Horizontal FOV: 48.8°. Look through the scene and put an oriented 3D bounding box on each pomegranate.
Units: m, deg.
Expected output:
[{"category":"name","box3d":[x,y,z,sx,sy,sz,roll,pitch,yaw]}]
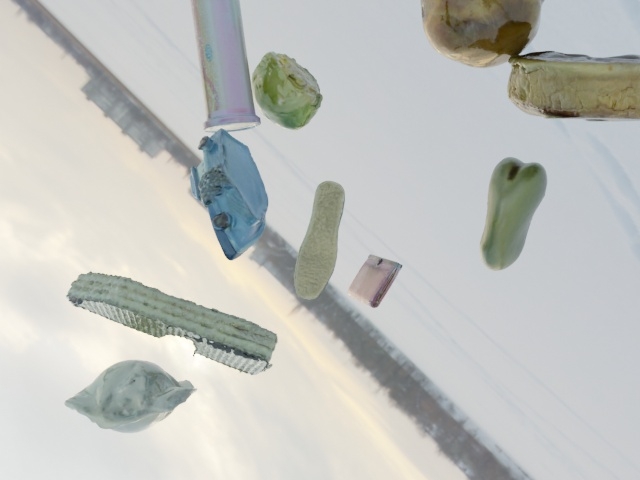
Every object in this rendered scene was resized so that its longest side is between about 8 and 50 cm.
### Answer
[{"category":"pomegranate","box3d":[0.363,-0.538,1.609,0.307,0.307,0.307,44,178,2]}]

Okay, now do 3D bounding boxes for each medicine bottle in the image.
[{"category":"medicine bottle","box3d":[-0.192,-0.419,1.311,0.108,0.108,0.426,-176,79,-87]}]

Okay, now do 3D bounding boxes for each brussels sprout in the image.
[{"category":"brussels sprout","box3d":[-0.076,-0.295,1.417,0.149,0.122,0.151,35,-159,-16]}]

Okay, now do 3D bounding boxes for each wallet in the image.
[{"category":"wallet","box3d":[0.124,0.095,1.683,0.025,0.119,0.232,32,177,-11]}]

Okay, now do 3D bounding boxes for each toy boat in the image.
[{"category":"toy boat","box3d":[-0.137,-0.060,1.010,0.109,0.098,0.238,31,-156,-35]}]

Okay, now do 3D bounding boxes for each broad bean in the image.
[{"category":"broad bean","box3d":[0.432,-0.058,1.592,0.121,0.263,0.189,11,-177,29]}]

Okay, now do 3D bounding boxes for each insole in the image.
[{"category":"insole","box3d":[0.000,0.000,1.447,0.081,0.248,0.011,12,-178,9]}]

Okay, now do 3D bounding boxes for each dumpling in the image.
[{"category":"dumpling","box3d":[-0.304,0.266,1.183,0.151,0.124,0.229,8,-169,43]}]

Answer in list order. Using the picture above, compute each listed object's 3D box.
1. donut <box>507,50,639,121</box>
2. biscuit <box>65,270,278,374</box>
[{"category":"donut","box3d":[0.571,-0.329,1.538,0.330,0.330,0.160,-139,46,-61]},{"category":"biscuit","box3d":[-0.173,0.096,0.825,0.250,0.046,0.147,21,161,-3]}]
